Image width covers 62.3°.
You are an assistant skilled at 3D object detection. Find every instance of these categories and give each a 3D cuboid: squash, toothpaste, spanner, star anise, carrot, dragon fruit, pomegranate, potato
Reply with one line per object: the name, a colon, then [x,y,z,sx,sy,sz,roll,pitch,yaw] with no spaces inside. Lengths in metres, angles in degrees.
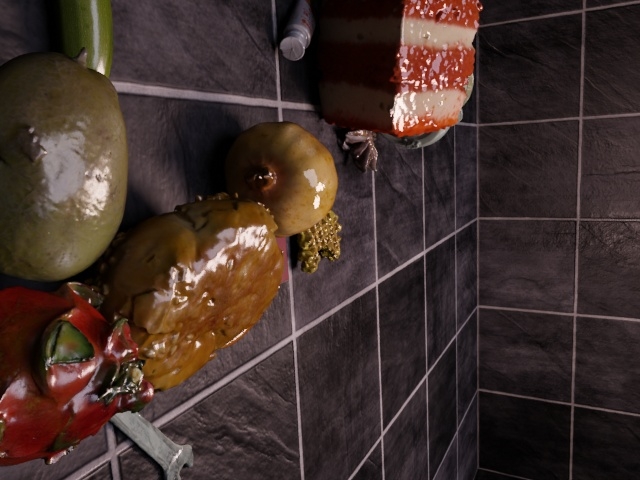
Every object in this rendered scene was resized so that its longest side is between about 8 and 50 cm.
squash: [-0.286,-0.279,0.637,0.066,0.066,0.252,-21,111,-60]
toothpaste: [-0.037,-0.467,1.123,0.089,0.057,0.234,66,27,-44]
spanner: [-0.262,0.275,0.770,0.071,0.017,0.302,-64,145,-39]
star anise: [0.110,-0.263,1.396,0.195,0.065,0.182,64,34,-24]
carrot: [-0.142,0.154,0.978,0.142,0.035,0.035,-51,135,-43]
dragon fruit: [-0.303,0.126,0.487,0.269,0.200,0.199,30,54,-58]
pomegranate: [-0.070,-0.105,0.931,0.207,0.207,0.207,-7,98,-62]
potato: [-0.287,-0.084,0.559,0.174,0.158,0.252,-41,146,-88]

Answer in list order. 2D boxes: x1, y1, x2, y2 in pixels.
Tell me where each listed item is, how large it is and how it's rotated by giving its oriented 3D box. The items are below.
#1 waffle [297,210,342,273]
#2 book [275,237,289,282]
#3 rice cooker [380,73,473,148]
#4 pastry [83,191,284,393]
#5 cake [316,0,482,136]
waffle: [-0.003,0.000,1.212,0.194,0.051,0.149,5,88,-67]
book: [-0.130,0.024,1.001,0.231,0.022,0.162,-20,107,-60]
rice cooker: [0.281,-0.428,1.509,0.316,0.264,0.317,15,61,-28]
pastry: [-0.189,0.060,0.737,0.310,0.161,0.255,-37,147,-48]
cake: [0.165,-0.412,1.197,0.269,0.269,0.320,-12,115,-38]
